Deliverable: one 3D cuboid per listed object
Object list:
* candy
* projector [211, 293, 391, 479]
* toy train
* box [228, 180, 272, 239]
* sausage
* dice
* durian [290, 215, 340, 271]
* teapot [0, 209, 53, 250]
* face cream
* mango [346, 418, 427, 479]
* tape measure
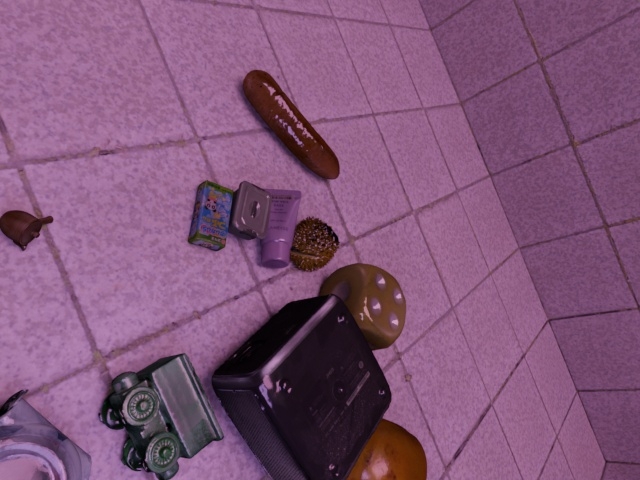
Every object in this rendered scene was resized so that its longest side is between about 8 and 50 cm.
[{"bbox_3d":[-0.324,-0.074,1.319,0.097,0.062,0.194,21,62,-38],"label":"candy"},{"bbox_3d":[-0.026,0.419,1.234,0.395,0.242,0.405,-41,107,-46],"label":"projector"},{"bbox_3d":[-0.373,0.411,1.032,0.202,0.145,0.265,-27,94,-49],"label":"toy train"},{"bbox_3d":[-0.232,-0.084,1.388,0.124,0.093,0.172,26,59,-35],"label":"box"},{"bbox_3d":[-0.096,-0.404,1.620,0.501,0.123,0.136,46,19,-21],"label":"sausage"},{"bbox_3d":[0.144,0.233,1.535,0.233,0.227,0.238,34,52,-32],"label":"dice"},{"bbox_3d":[0.000,0.000,1.546,0.193,0.138,0.237,55,45,-14],"label":"durian"},{"bbox_3d":[-0.659,-0.030,0.998,0.080,0.085,0.110,31,22,-5],"label":"teapot"},{"bbox_3d":[-0.141,-0.048,1.456,0.154,0.096,0.273,1,67,-3],"label":"face cream"},{"bbox_3d":[0.200,0.722,1.407,0.446,0.232,0.299,27,54,-48],"label":"mango"},{"bbox_3d":[-0.582,0.460,0.816,0.256,0.147,0.275,54,42,-17],"label":"tape measure"}]
